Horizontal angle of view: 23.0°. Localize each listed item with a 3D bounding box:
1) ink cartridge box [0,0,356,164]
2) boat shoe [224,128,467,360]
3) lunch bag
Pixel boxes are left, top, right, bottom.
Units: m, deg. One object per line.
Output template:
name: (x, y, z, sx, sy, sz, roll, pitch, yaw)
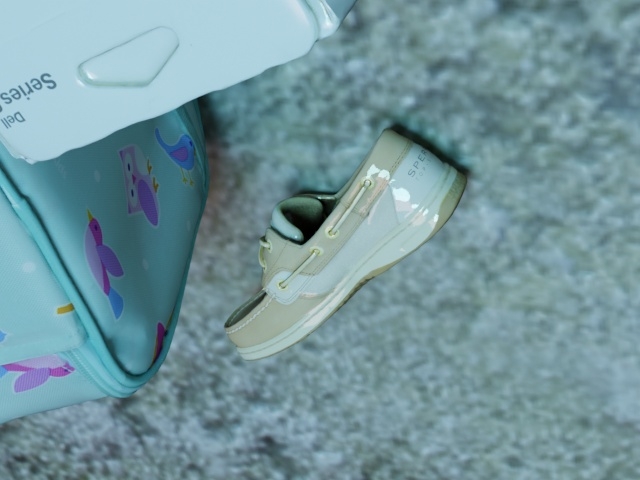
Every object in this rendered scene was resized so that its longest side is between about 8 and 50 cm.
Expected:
ink cartridge box: (-0.036, -0.137, 0.578, 0.154, 0.212, 0.093, -18, 119, 37)
boat shoe: (0.000, 0.000, 0.800, 0.059, 0.063, 0.170, 43, 125, -10)
lunch bag: (-0.147, -0.080, 0.684, 0.108, 0.224, 0.279, -11, 126, 19)
